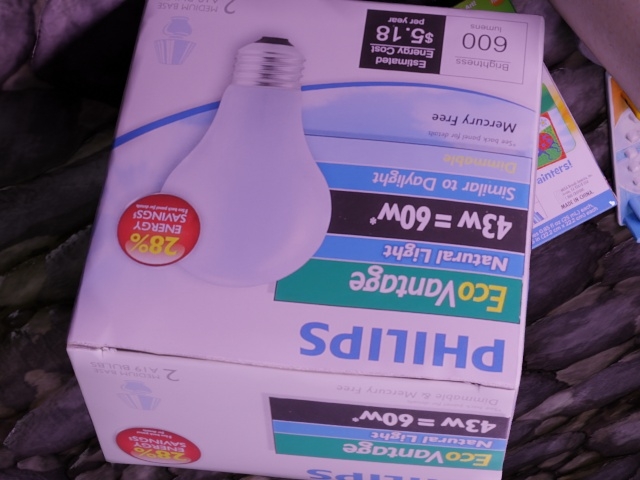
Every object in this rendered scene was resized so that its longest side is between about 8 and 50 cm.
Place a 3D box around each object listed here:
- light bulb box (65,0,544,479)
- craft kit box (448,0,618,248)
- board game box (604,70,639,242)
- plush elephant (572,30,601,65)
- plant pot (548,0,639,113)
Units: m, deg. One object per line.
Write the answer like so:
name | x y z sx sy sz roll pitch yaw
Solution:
light bulb box | 0.000 0.000 1.379 0.357 0.361 0.225 5 149 5
craft kit box | 0.123 -0.086 1.578 0.249 0.247 0.061 -27 -178 6
board game box | 0.538 -0.170 1.947 0.390 0.050 0.390 -24 151 0
plush elephant | 0.484 -0.206 1.645 0.255 0.330 0.272 -45 -173 -34
plant pot | 0.302 -0.267 1.345 0.333 0.305 0.334 -18 150 -11
